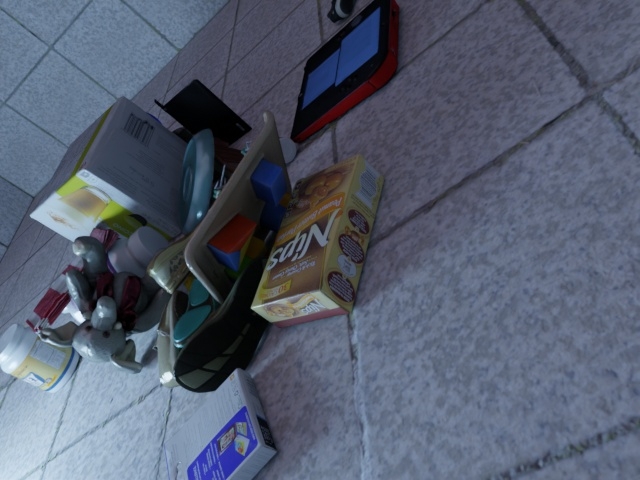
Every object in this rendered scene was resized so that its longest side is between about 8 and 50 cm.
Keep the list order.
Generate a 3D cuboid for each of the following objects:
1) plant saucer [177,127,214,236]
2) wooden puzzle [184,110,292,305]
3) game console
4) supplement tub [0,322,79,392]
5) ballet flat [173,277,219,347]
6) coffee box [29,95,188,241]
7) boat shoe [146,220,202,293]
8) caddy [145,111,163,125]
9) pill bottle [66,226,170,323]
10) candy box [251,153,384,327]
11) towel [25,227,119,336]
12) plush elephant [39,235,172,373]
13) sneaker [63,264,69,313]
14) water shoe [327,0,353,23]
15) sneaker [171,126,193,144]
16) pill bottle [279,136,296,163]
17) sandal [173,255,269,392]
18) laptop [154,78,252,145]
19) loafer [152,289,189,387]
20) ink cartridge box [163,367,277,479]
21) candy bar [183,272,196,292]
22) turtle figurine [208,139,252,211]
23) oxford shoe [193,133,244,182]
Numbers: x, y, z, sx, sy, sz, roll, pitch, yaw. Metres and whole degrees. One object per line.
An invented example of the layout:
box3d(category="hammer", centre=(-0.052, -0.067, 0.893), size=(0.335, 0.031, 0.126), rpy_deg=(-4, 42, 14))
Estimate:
box3d(category="plant saucer", centre=(-0.349, -0.154, 1.670), size=(0.318, 0.044, 0.317), rpy_deg=(-173, 90, -67))
box3d(category="wooden puzzle", centre=(-0.134, -0.040, 1.242), size=(0.081, 0.322, 0.347), rpy_deg=(21, 72, 12))
box3d(category="game console", centre=(0.061, -0.460, 1.597), size=(0.342, 0.060, 0.386), rpy_deg=(-28, 37, 33))
box3d(category="supplement tub", centre=(-0.824, 0.338, 1.759), size=(0.144, 0.200, 0.144), rpy_deg=(-34, 34, 27))
box3d(category="ballet flat", centre=(-0.248, 0.166, 1.294), size=(0.083, 0.087, 0.247), rpy_deg=(-21, 26, 10))
box3d(category="coffee box", centre=(-0.622, -0.168, 1.903), size=(0.335, 0.338, 0.338), rpy_deg=(-28, 39, 34))
box3d(category="boat shoe", centre=(-0.286, 0.020, 1.478), size=(0.285, 0.089, 0.104), rpy_deg=(-40, -8, -27))
box3d(category="caddy", centre=(-0.733, -0.334, 2.328), size=(0.341, 0.241, 0.179), rpy_deg=(-50, 35, -1))
box3d(category="pill bottle", centre=(-0.554, 0.101, 1.691), size=(0.302, 0.169, 0.169), rpy_deg=(-40, 32, 17))
box3d(category="candy box", centre=(0.000, 0.000, 1.150), size=(0.183, 0.088, 0.316), rpy_deg=(-19, 42, 42))
box3d(category="towel", centre=(-0.688, 0.101, 1.664), size=(0.237, 0.037, 0.328), rpy_deg=(2, 56, 59))
box3d(category="plush elephant", centre=(-0.513, 0.180, 1.473), size=(0.255, 0.272, 0.329), rpy_deg=(-94, 21, -66))
box3d(category="sneaker", centre=(-0.828, 0.135, 2.064), size=(0.090, 0.115, 0.232), rpy_deg=(12, 67, 57))
box3d(category="water shoe", centre=(0.067, -0.768, 1.906), size=(0.080, 0.073, 0.203), rpy_deg=(-20, 42, 44))
box3d(category="sneaker", centre=(-0.559, -0.303, 2.201), size=(0.267, 0.101, 0.106), rpy_deg=(-57, 29, -12))
box3d(category="pill bottle", centre=(-0.119, -0.235, 1.581), size=(0.120, 0.067, 0.067), rpy_deg=(14, 69, 57))
box3d(category="sandal", centre=(-0.166, 0.166, 1.188), size=(0.302, 0.120, 0.086), rpy_deg=(-54, 13, -18))
box3d(category="laptop", centre=(-0.382, -0.404, 1.944), size=(0.136, 0.234, 0.264), rpy_deg=(-50, 30, 0))
box3d(category="loafer", centre=(-0.314, 0.211, 1.321), size=(0.092, 0.102, 0.268), rpy_deg=(-39, 30, 15))
box3d(category="ink cartridge box", centre=(-0.179, 0.356, 1.042), size=(0.208, 0.045, 0.206), rpy_deg=(-46, 31, 6))
box3d(category="candy bar", centre=(-0.311, 0.118, 1.501), size=(0.040, 0.018, 0.161), rpy_deg=(-56, 31, -1))
box3d(category="turtle figurine", centre=(-0.207, -0.141, 1.548), size=(0.234, 0.118, 0.175), rpy_deg=(-40, 14, 47))
box3d(category="oxford shoe", centre=(-0.297, -0.217, 1.787), size=(0.348, 0.123, 0.130), rpy_deg=(40, 117, 58))
